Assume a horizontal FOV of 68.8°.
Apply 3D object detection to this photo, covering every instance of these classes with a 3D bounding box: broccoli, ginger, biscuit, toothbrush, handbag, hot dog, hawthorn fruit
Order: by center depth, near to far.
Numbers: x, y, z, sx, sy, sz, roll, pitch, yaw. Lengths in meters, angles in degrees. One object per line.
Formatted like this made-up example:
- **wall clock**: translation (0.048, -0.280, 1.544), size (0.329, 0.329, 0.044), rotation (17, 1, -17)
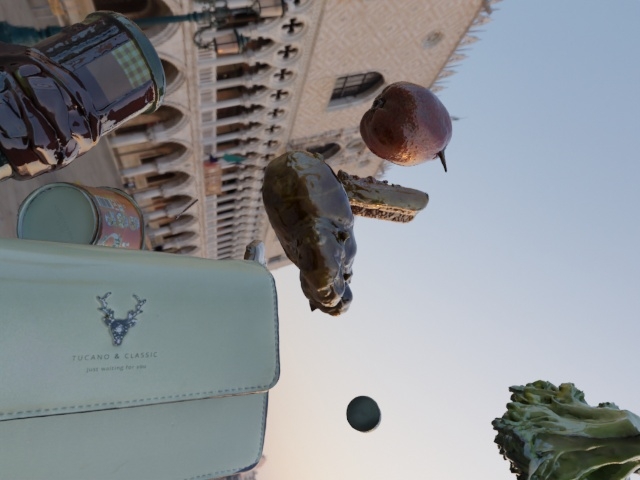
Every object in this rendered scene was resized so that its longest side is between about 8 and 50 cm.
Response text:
- **handbag**: translation (-0.227, 0.119, 0.465), size (0.160, 0.358, 0.237), rotation (-3, -99, 51)
- **broccoli**: translation (0.454, 0.343, 0.819), size (0.245, 0.288, 0.248), rotation (-45, -110, 34)
- **ginger**: translation (0.001, 0.000, 0.903), size (0.357, 0.152, 0.274), rotation (72, -8, -71)
- **toothbrush**: translation (-0.336, -0.078, 1.169), size (0.006, 0.097, 0.008), rotation (49, 30, -14)
- **hawthorn fruit**: translation (0.238, -0.277, 1.206), size (0.262, 0.211, 0.210), rotation (37, -10, -15)
- **biscuit**: translation (-0.195, 0.169, 1.344), size (0.359, 0.046, 0.359), rotation (-174, -90, -90)
- **hot dog**: translation (0.177, -0.140, 1.504), size (0.158, 0.348, 0.117), rotation (128, -34, -62)

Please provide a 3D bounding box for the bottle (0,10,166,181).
- **bottle**: translation (-0.319, -0.156, 0.529), size (0.156, 0.271, 0.143), rotation (9, -46, 37)

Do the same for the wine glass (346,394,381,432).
- **wine glass**: translation (0.105, 0.411, 1.100), size (0.195, 0.079, 0.079), rotation (69, -3, -66)

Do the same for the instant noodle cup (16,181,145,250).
- **instant noodle cup**: translation (-0.665, -0.033, 1.294), size (0.214, 0.296, 0.297), rotation (57, 15, -82)
